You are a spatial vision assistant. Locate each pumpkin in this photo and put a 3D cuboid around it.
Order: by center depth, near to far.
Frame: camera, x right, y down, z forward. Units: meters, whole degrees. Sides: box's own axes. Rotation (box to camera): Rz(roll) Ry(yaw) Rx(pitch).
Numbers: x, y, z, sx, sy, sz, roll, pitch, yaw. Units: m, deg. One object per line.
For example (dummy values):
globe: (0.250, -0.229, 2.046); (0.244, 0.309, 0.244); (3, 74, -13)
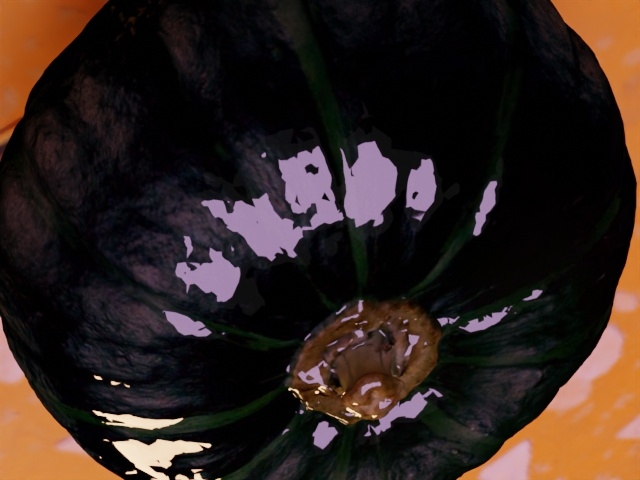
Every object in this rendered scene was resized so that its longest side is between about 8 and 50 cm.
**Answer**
pumpkin: (0.000, 0.000, 0.487); (0.202, 0.140, 0.202); (-10, 128, -14)
